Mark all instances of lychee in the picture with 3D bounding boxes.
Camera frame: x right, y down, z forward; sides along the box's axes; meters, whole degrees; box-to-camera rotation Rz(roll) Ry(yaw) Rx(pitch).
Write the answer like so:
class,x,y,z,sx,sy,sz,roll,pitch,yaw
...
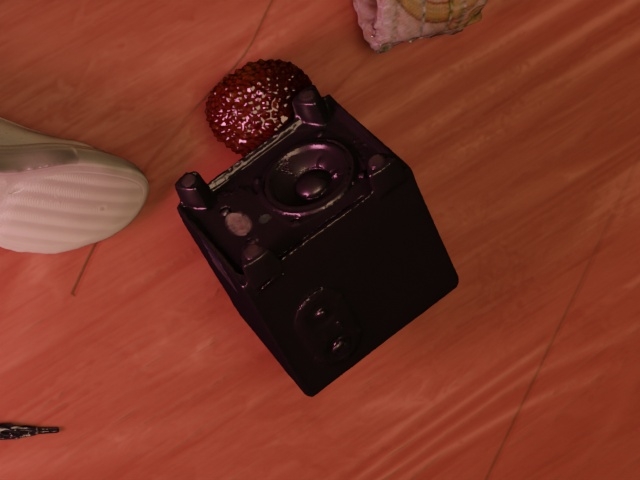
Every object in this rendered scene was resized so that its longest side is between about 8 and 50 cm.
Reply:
class,x,y,z,sx,sy,sz,roll,pitch,yaw
lychee,-0.069,-0.152,1.745,0.129,0.123,0.123,12,92,-8

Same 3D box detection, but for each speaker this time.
class,x,y,z,sx,sy,sz,roll,pitch,yaw
speaker,0.000,0.000,1.694,0.232,0.184,0.254,-37,139,-9

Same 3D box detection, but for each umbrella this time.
class,x,y,z,sx,sy,sz,roll,pitch,yaw
umbrella,-0.436,0.216,1.724,0.269,0.044,0.044,-3,59,-22

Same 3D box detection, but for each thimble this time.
class,x,y,z,sx,sy,sz,roll,pitch,yaw
thimble,0.114,-0.321,1.769,0.143,0.137,0.190,-12,110,-14

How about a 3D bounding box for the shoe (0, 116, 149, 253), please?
class,x,y,z,sx,sy,sz,roll,pitch,yaw
shoe,-0.374,-0.086,1.671,0.363,0.160,0.132,5,123,-39
